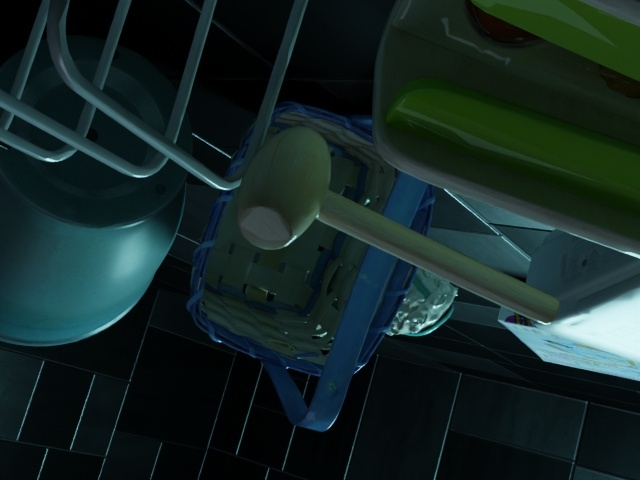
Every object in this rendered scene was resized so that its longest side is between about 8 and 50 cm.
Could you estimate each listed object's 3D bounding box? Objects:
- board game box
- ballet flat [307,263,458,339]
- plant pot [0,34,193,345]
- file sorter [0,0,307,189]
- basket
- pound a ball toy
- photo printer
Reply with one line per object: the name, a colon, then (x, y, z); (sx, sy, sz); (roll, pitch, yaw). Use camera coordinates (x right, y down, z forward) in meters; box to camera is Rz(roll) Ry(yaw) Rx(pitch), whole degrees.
board game box: (0.462, 0.155, 1.382); (0.318, 0.066, 0.318); (10, 167, 27)
ballet flat: (0.067, 0.072, 1.464); (0.146, 0.147, 0.409); (21, 165, -23)
plant pot: (-0.248, -0.056, 0.886); (0.271, 0.272, 0.255); (20, 155, -20)
file sorter: (-0.166, -0.144, 0.505); (0.277, 0.173, 0.193); (10, 168, 26)
basket: (0.000, 0.000, 0.813); (0.201, 0.255, 0.289); (21, -173, -16)
pound a ball toy: (0.138, -0.061, 0.486); (0.319, 0.136, 0.208); (18, 133, -11)
photo printer: (0.369, 0.047, 0.773); (0.307, 0.107, 0.256); (18, 156, -13)
